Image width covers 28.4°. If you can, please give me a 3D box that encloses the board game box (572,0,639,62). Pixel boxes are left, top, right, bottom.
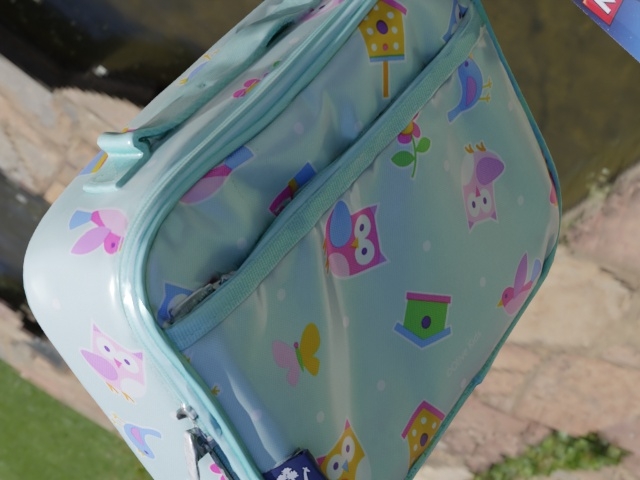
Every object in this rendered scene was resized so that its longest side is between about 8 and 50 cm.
[{"bbox_3d":[0.184,-0.141,0.462,0.194,0.060,0.194,50,134,24],"label":"board game box"}]

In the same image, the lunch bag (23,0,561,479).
[{"bbox_3d":[0.000,0.000,0.623,0.107,0.279,0.224,7,136,42],"label":"lunch bag"}]
